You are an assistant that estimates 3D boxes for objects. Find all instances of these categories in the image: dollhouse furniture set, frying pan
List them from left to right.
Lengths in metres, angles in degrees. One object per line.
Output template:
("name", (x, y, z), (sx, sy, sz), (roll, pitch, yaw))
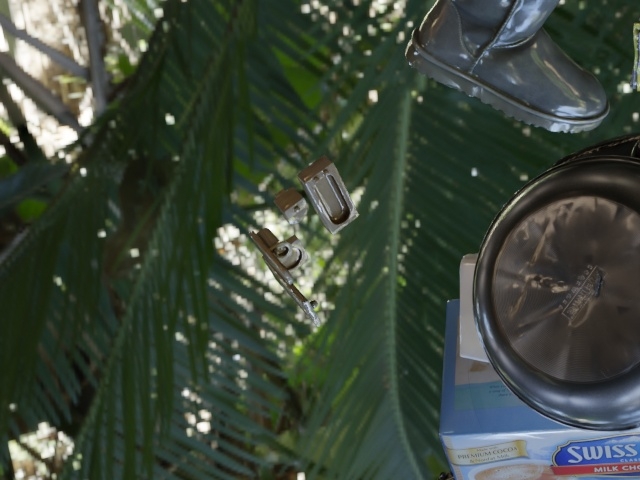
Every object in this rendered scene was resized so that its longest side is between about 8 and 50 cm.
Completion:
("dollhouse furniture set", (0.000, 0.000, 1.363), (0.151, 0.144, 0.123), (-36, -135, -8))
("frying pan", (0.216, 0.089, 0.668), (0.197, 0.326, 0.053), (-36, 154, 26))

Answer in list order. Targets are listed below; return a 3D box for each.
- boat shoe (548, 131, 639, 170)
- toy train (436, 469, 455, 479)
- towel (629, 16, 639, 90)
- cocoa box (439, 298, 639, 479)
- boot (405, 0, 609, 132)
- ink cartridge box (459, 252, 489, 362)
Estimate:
("boat shoe", (0.372, -0.075, 0.993), (0.340, 0.127, 0.113), (6, 159, 39))
("toy train", (0.274, 0.406, 1.733), (0.158, 0.036, 0.027), (-28, 154, 28))
("towel", (0.172, -0.077, 0.413), (0.083, 0.009, 0.060), (5, 160, 14))
("cocoa box", (0.343, 0.211, 1.256), (0.347, 0.228, 0.231), (-7, -138, 17))
("boot", (0.175, -0.188, 0.726), (0.189, 0.208, 0.076), (16, -137, -13))
("ink cartridge box", (0.308, 0.073, 1.021), (0.198, 0.115, 0.272), (-5, -173, -43))
